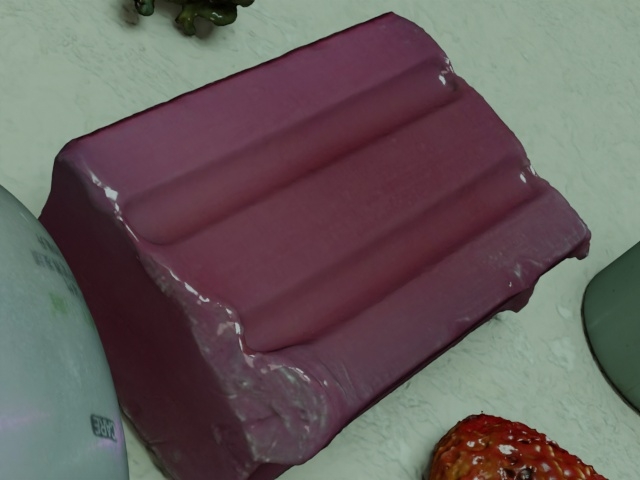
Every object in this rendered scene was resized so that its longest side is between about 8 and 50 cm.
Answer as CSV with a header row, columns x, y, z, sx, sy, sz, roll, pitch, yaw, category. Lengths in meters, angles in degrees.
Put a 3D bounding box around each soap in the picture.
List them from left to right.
x,y,z,sx,sy,sz,roll,pitch,yaw,category
0.000,0.000,0.994,0.233,0.128,0.359,51,42,9,soap

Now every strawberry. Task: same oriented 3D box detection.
x,y,z,sx,sy,sz,roll,pitch,yaw,category
0.161,0.177,1.017,0.188,0.082,0.121,21,44,-20,strawberry

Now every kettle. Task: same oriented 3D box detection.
x,y,z,sx,sy,sz,roll,pitch,yaw,category
0.355,0.017,1.175,0.161,0.236,0.221,49,42,6,kettle

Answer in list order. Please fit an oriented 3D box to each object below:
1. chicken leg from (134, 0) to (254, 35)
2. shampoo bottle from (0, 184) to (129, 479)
x,y,z,sx,sy,sz,roll,pitch,yaw,category
-0.060,-0.333,1.203,0.201,0.153,0.429,52,39,-41,chicken leg
-0.216,0.109,0.634,0.273,0.273,0.266,-7,68,-41,shampoo bottle
